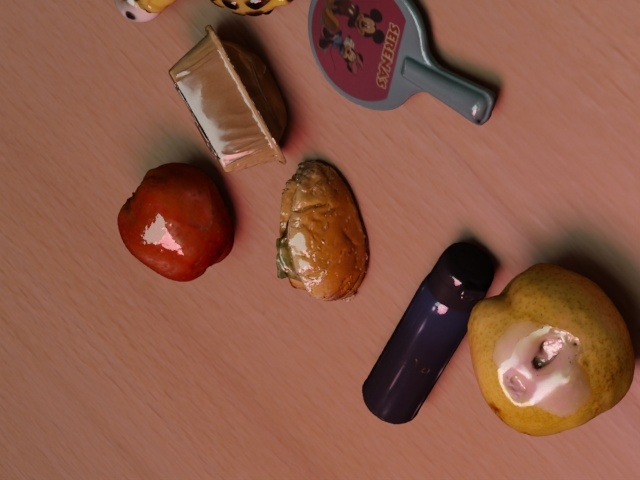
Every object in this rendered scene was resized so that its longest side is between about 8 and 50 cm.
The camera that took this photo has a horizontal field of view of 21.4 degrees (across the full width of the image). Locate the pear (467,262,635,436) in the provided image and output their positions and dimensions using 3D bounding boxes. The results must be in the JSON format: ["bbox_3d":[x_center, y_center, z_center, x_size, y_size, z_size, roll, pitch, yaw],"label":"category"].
[{"bbox_3d":[0.234,0.110,1.745,0.178,0.178,0.178,19,124,30],"label":"pear"}]

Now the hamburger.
[{"bbox_3d":[-0.002,0.007,1.919,0.087,0.102,0.176,0,114,25],"label":"hamburger"}]

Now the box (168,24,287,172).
[{"bbox_3d":[-0.097,-0.156,1.904,0.111,0.111,0.177,-21,101,43],"label":"box"}]

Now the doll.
[{"bbox_3d":[-0.149,-0.292,1.878,0.291,0.086,0.117,8,148,37],"label":"doll"}]

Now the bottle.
[{"bbox_3d":[0.121,0.103,1.897,0.072,0.082,0.244,10,134,-19],"label":"bottle"}]

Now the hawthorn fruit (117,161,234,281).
[{"bbox_3d":[-0.169,-0.018,2.016,0.138,0.133,0.133,41,134,-4],"label":"hawthorn fruit"}]

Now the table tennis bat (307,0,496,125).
[{"bbox_3d":[0.083,-0.193,1.788,0.244,0.040,0.153,34,130,25],"label":"table tennis bat"}]
